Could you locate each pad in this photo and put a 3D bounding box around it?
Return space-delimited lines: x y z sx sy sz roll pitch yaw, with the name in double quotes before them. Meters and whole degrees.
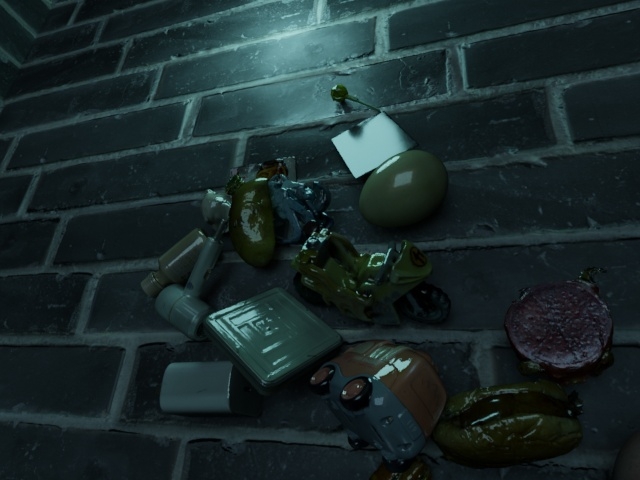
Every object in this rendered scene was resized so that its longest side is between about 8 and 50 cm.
"pad" 0.154 -0.300 1.312 0.202 0.005 0.300 -28 36 4

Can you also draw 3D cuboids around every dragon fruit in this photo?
"dragon fruit" 0.521 0.193 0.922 0.211 0.147 0.282 32 75 40

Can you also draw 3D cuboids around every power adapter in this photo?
"power adapter" -0.293 0.378 1.082 0.255 0.187 0.124 -8 61 16

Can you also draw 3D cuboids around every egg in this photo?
"egg" 0.220 -0.134 1.158 0.253 0.188 0.189 -29 58 8

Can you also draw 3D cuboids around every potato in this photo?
"potato" -0.216 -0.051 1.266 0.160 0.111 0.272 -26 68 55

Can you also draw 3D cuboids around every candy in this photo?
"candy" 0.118 -0.474 1.459 0.193 0.062 0.058 30 79 20

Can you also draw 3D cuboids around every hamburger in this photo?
"hamburger" 0.362 0.362 0.843 0.308 0.211 0.133 -15 55 14

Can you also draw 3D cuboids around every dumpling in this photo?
"dumpling" -0.333 -0.088 1.381 0.188 0.108 0.127 30 110 36

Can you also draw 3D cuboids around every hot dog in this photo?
"hot dog" 0.132 0.562 0.905 0.115 0.072 0.269 35 79 23

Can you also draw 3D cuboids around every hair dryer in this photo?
"hair dryer" -0.336 0.095 1.240 0.173 0.107 0.357 26 95 27

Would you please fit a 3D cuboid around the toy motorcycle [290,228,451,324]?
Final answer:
"toy motorcycle" 0.109 0.097 1.060 0.409 0.237 0.169 5 39 23

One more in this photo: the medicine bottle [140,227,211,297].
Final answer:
"medicine bottle" -0.438 0.076 1.333 0.252 0.114 0.114 -39 58 -3

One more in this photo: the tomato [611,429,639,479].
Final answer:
"tomato" 0.622 0.431 0.657 0.321 0.321 0.322 -8 62 16

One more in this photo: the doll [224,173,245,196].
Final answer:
"doll" -0.252 -0.156 1.399 0.113 0.076 0.078 37 76 -9

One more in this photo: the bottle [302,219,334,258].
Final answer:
"bottle" 0.000 0.000 1.183 0.060 0.164 0.060 -8 61 16

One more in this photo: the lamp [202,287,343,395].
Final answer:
"lamp" -0.118 0.235 1.080 0.266 0.047 0.269 33 35 31

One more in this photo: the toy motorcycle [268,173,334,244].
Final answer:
"toy motorcycle" -0.085 -0.087 1.281 0.260 0.154 0.206 18 93 39

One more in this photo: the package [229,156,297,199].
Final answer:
"package" -0.192 -0.195 1.433 0.239 0.030 0.154 -10 63 14

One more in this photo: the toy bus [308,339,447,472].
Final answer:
"toy bus" 0.131 0.317 0.922 0.232 0.194 0.287 -41 13 -23
